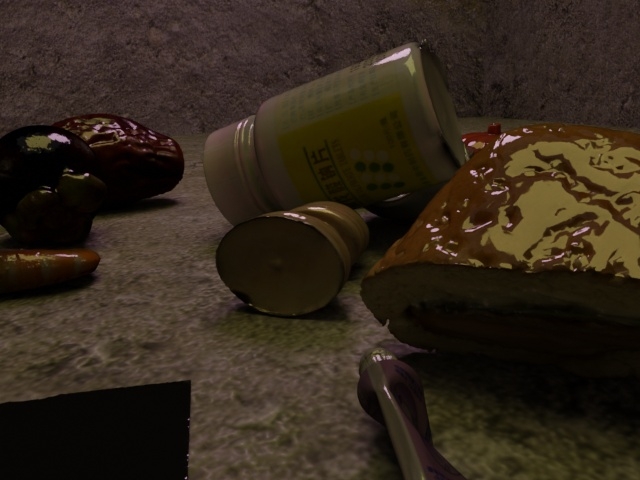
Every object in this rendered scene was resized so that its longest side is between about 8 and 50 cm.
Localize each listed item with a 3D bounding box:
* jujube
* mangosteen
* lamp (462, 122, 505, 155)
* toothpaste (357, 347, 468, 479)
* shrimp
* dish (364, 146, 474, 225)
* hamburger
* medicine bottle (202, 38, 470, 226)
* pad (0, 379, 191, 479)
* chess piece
[{"bbox_3d":[-0.431,-0.157,1.319,0.290,0.197,0.197,-2,13,-27],"label":"jujube"},{"bbox_3d":[-0.449,-0.086,1.055,0.210,0.209,0.210,-1,15,0],"label":"mangosteen"},{"bbox_3d":[0.318,-0.136,1.195,0.188,0.163,0.187,0,17,0],"label":"lamp"},{"bbox_3d":[0.073,0.147,0.364,0.075,0.048,0.301,23,14,-19],"label":"toothpaste"},{"bbox_3d":[-0.413,0.034,0.832,0.249,0.068,0.150,-3,1,-25],"label":"shrimp"},{"bbox_3d":[0.165,-0.085,1.122,0.230,0.081,0.229,-20,20,8],"label":"dish"},{"bbox_3d":[0.209,-0.007,0.561,0.330,0.162,0.209,0,52,30],"label":"hamburger"},{"bbox_3d":[0.022,-0.149,1.015,0.379,0.213,0.213,-16,8,24],"label":"medicine bottle"},{"bbox_3d":[-0.199,0.176,0.363,0.248,0.007,0.367,-4,15,-10],"label":"pad"},{"bbox_3d":[0.000,0.000,0.838,0.139,0.124,0.307,-29,1,21],"label":"chess piece"}]
